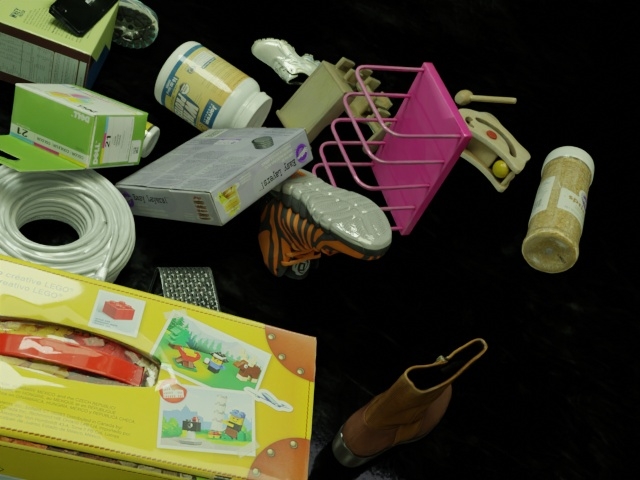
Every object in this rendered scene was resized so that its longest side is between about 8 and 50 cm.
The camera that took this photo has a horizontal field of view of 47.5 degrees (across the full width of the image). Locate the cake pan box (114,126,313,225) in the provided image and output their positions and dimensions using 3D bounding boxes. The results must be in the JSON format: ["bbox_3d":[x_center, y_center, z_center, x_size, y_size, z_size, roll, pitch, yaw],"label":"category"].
[{"bbox_3d":[-0.188,-0.120,1.263,0.266,0.070,0.245,6,33,38],"label":"cake pan box"}]

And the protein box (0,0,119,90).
[{"bbox_3d":[-0.519,-0.395,1.392,0.201,0.136,0.200,18,47,-13],"label":"protein box"}]

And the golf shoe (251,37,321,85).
[{"bbox_3d":[-0.079,-0.405,1.679,0.176,0.069,0.086,19,52,-10],"label":"golf shoe"}]

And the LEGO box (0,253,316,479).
[{"bbox_3d":[-0.305,0.216,0.806,0.499,0.372,0.193,17,46,-14],"label":"LEGO box"}]

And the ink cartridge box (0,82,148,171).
[{"bbox_3d":[-0.440,-0.188,1.185,0.188,0.097,0.255,23,18,23],"label":"ink cartridge box"}]

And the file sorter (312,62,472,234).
[{"bbox_3d":[0.120,-0.174,1.424,0.182,0.291,0.202,-3,54,-25],"label":"file sorter"}]

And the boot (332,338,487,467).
[{"bbox_3d":[0.161,0.217,1.107,0.264,0.280,0.096,-13,59,-35],"label":"boot"}]

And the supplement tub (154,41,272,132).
[{"bbox_3d":[-0.212,-0.287,1.449,0.199,0.144,0.144,34,45,4],"label":"supplement tub"}]

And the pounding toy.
[{"bbox_3d":[0.393,-0.262,1.731,0.154,0.155,0.270,-18,62,-42],"label":"pounding toy"}]

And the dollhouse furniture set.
[{"bbox_3d":[0.050,-0.278,1.615,0.242,0.161,0.212,7,46,-52],"label":"dollhouse furniture set"}]

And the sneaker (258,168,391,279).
[{"bbox_3d":[0.000,0.000,1.265,0.124,0.180,0.321,-9,29,-33],"label":"sneaker"}]

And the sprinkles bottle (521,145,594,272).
[{"bbox_3d":[0.553,-0.078,1.680,0.121,0.121,0.355,31,45,0],"label":"sprinkles bottle"}]

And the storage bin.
[{"bbox_3d":[-0.205,0.140,1.099,0.084,0.122,0.180,1,52,-26],"label":"storage bin"}]

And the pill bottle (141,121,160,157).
[{"bbox_3d":[-0.366,-0.209,1.359,0.116,0.065,0.065,28,45,-1],"label":"pill bottle"}]

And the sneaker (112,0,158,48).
[{"bbox_3d":[-0.479,-0.493,1.542,0.282,0.110,0.122,22,28,-12],"label":"sneaker"}]

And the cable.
[{"bbox_3d":[-0.424,-0.017,1.148,0.257,0.089,0.257,28,44,-2],"label":"cable"}]

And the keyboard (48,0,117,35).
[{"bbox_3d":[-0.451,-0.456,1.369,0.100,0.038,0.192,44,40,-21],"label":"keyboard"}]
